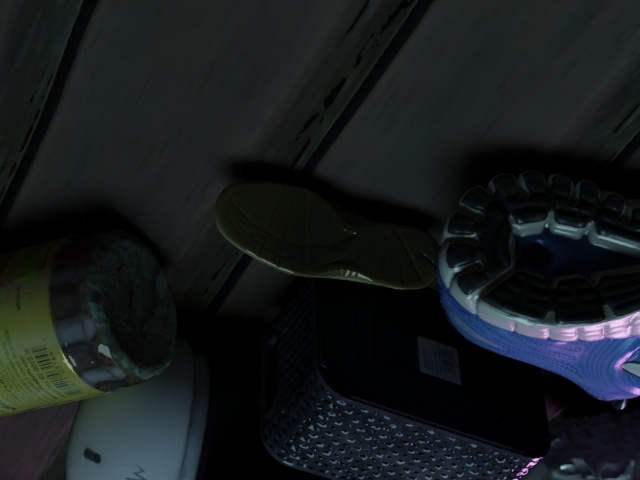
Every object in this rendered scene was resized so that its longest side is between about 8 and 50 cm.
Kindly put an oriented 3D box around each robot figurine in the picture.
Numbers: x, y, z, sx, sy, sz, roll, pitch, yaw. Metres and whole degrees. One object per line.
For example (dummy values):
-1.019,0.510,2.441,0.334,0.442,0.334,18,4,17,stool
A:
-0.046,0.171,1.247,0.278,0.174,0.209,14,143,-14,robot figurine

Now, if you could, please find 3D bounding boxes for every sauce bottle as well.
-0.270,0.077,1.193,0.344,0.111,0.111,-14,142,23,sauce bottle

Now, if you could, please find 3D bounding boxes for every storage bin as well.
0.057,0.102,1.170,0.180,0.122,0.084,19,132,-20,storage bin

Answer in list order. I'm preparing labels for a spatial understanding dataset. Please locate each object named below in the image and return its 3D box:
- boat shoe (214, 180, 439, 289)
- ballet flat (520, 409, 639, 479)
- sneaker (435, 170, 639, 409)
0.001,-0.002,1.104,0.153,0.056,0.048,11,176,-19,boat shoe
0.316,0.199,1.319,0.409,0.147,0.147,27,140,-33,ballet flat
0.232,0.037,1.094,0.329,0.130,0.147,10,160,-2,sneaker
